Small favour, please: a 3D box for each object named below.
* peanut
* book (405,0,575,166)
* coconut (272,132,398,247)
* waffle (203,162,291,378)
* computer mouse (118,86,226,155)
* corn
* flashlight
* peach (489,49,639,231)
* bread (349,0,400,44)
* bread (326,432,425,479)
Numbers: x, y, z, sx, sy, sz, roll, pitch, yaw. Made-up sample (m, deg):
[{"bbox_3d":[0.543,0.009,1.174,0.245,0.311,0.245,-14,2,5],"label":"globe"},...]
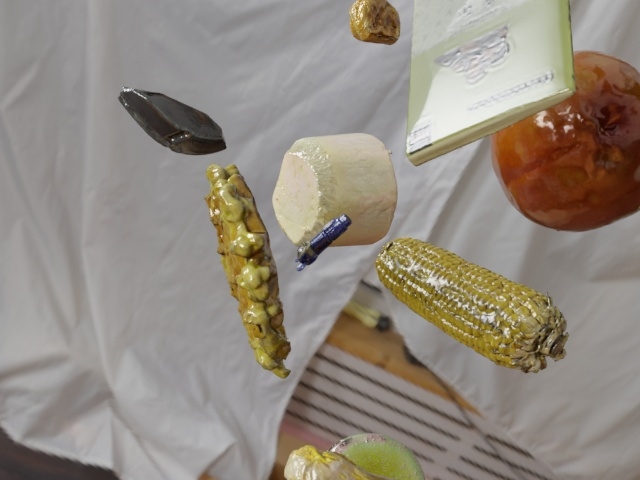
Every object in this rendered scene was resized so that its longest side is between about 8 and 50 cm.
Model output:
[{"bbox_3d":[0.042,0.349,1.247,0.207,0.087,0.087,29,27,-17],"label":"peanut"},{"bbox_3d":[0.220,-0.280,1.194,0.035,0.239,0.352,36,47,-36],"label":"book"},{"bbox_3d":[0.046,-0.100,1.820,0.244,0.239,0.239,-9,48,-34],"label":"coconut"},{"bbox_3d":[-0.106,0.037,1.306,0.068,0.324,0.302,-13,46,-10],"label":"waffle"},{"bbox_3d":[-0.244,-0.185,1.474,0.192,0.106,0.062,25,71,-13],"label":"computer mouse"},{"bbox_3d":[0.198,0.085,1.241,0.115,0.115,0.318,8,14,-42],"label":"corn"},{"bbox_3d":[0.000,0.000,1.500,0.035,0.121,0.057,43,12,-21],"label":"flashlight"},{"bbox_3d":[0.484,-0.187,1.689,0.343,0.342,0.301,36,2,3],"label":"peach"},{"bbox_3d":[0.094,-0.376,1.543,0.111,0.044,0.083,-5,87,-46],"label":"bread"},{"bbox_3d":[0.094,0.483,1.726,0.229,0.228,0.033,30,-2,-11],"label":"bread"}]
